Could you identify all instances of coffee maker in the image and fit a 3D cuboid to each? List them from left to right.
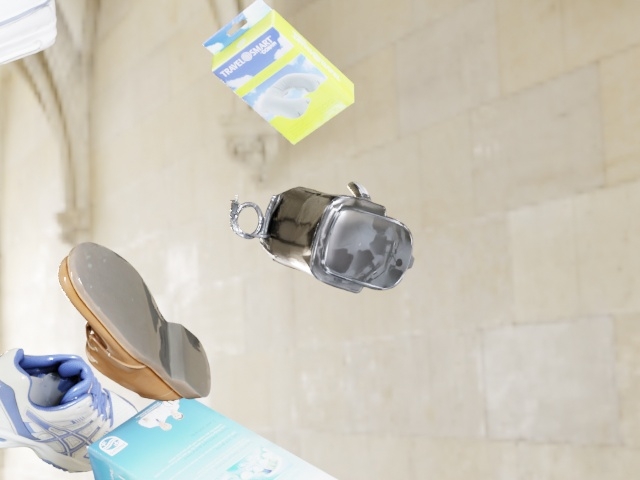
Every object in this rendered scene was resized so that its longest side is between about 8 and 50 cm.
[{"bbox_3d":[0.000,0.000,1.542,0.171,0.120,0.178,-7,7,-18],"label":"coffee maker"}]

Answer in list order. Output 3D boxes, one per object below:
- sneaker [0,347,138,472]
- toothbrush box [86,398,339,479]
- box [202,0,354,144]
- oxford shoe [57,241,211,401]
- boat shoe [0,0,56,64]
[{"bbox_3d":[-0.300,0.201,1.580,0.131,0.112,0.296,-33,-27,23],"label":"sneaker"},{"bbox_3d":[-0.075,0.309,1.297,0.295,0.216,0.126,23,42,36],"label":"toothbrush box"},{"bbox_3d":[-0.053,-0.213,1.675,0.109,0.042,0.178,-34,-56,26],"label":"box"},{"bbox_3d":[-0.164,0.077,1.064,0.076,0.076,0.212,-13,-38,15],"label":"oxford shoe"},{"bbox_3d":[-0.314,-0.136,0.998,0.258,0.084,0.095,-24,45,-21],"label":"boat shoe"}]
